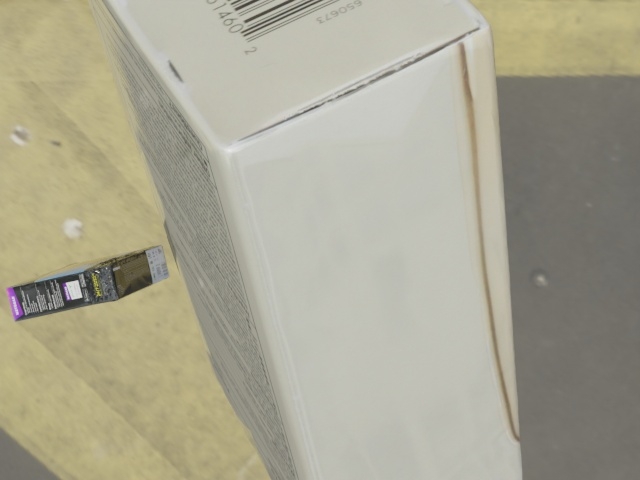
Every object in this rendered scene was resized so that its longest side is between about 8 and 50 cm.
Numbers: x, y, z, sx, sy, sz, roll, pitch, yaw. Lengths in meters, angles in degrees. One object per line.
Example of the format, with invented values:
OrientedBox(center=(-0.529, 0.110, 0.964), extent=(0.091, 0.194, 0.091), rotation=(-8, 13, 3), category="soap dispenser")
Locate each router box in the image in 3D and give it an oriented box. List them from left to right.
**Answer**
OrientedBox(center=(-0.272, 0.049, 1.745), extent=(0.133, 0.179, 0.046), rotation=(-12, 94, 14), category="router box")

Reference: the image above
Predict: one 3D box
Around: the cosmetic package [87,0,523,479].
OrientedBox(center=(0.000, 0.000, 0.657), extent=(0.113, 0.160, 0.309), rotation=(-26, 141, -11), category="cosmetic package")
